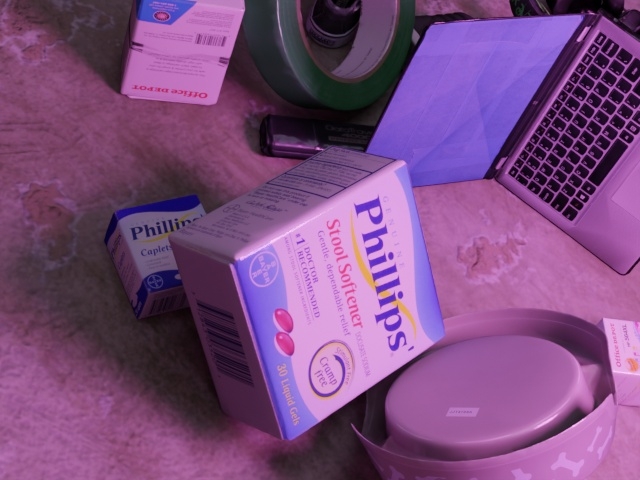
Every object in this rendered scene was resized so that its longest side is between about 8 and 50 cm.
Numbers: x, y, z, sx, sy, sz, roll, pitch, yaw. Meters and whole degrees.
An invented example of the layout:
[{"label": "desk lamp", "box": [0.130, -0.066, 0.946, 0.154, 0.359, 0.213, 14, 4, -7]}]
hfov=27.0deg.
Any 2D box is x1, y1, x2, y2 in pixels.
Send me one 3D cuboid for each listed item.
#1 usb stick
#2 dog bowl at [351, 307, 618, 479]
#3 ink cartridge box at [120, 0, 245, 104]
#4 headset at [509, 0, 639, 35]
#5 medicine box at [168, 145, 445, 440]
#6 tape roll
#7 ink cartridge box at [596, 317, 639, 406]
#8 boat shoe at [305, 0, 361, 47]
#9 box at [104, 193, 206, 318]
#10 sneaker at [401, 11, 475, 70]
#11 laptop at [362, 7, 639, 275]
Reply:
[{"label": "usb stick", "box": [0.043, -0.146, 2.023, 0.278, 0.045, 0.077, 5, 48, -16]}, {"label": "dog bowl", "box": [0.210, 0.214, 1.681, 0.349, 0.102, 0.349, -13, 24, 6]}, {"label": "ink cartridge box", "box": [-0.205, -0.300, 1.944, 0.148, 0.203, 0.086, 5, 53, -16]}, {"label": "headset", "box": [0.500, -0.390, 2.266, 0.394, 0.185, 0.243, -6, 58, -41]}, {"label": "medicine box", "box": [-0.010, 0.060, 1.696, 0.289, 0.263, 0.149, -30, 28, -30]}, {"label": "tape roll", "box": [0.018, -0.357, 2.008, 0.077, 0.321, 0.321, 7, 38, 41]}, {"label": "ink cartridge box", "box": [0.437, 0.175, 1.904, 0.143, 0.090, 0.092, 7, 54, -15]}, {"label": "boat shoe", "box": [0.058, -0.454, 2.206, 0.113, 0.105, 0.306, 28, 52, 1]}, {"label": "box", "box": [-0.206, 0.020, 1.799, 0.126, 0.072, 0.137, -13, 61, -27]}, {"label": "sneaker", "box": [0.233, -0.263, 2.132, 0.147, 0.104, 0.295, -18, 59, -23]}, {"label": "laptop", "box": [0.307, -0.114, 1.878, 0.408, 0.382, 0.236, 38, 53, 9]}]
